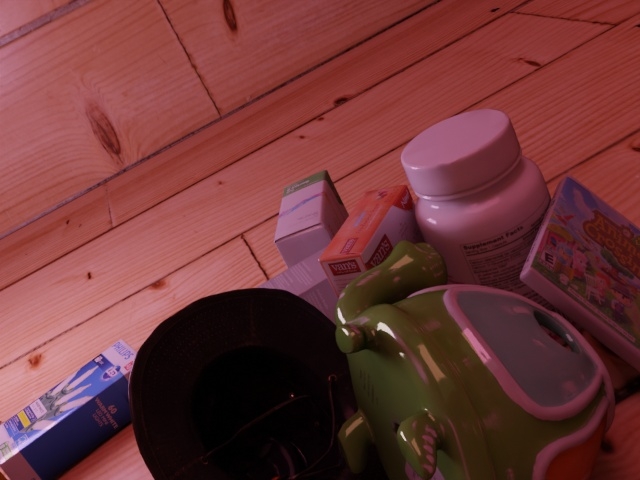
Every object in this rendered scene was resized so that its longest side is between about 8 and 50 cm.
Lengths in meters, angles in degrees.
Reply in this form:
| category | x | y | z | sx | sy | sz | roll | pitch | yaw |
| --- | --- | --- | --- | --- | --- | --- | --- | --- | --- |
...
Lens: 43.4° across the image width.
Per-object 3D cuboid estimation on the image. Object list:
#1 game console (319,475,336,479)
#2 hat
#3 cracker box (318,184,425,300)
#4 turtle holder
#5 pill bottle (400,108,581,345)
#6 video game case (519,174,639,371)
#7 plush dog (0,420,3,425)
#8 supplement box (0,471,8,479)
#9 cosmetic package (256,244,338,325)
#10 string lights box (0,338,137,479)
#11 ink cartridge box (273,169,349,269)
| category | x | y | z | sx | sy | sz | roll | pitch | yaw |
| --- | --- | --- | --- | --- | --- | --- | --- | --- | --- |
| game console | 0.026 | 0.317 | 0.782 | 0.124 | 0.085 | 0.144 | -1 | 36 | 45 |
| hat | -0.069 | 0.223 | 0.936 | 0.331 | 0.331 | 0.134 | -48 | -7 | -39 |
| cracker box | 0.099 | 0.068 | 1.022 | 0.067 | 0.232 | 0.155 | -9 | 30 | 35 |
| turtle holder | 0.138 | 0.154 | 0.811 | 0.227 | 0.243 | 0.320 | -17 | 20 | -16 |
| pill bottle | 0.213 | -0.007 | 0.992 | 0.160 | 0.283 | 0.160 | -22 | 24 | 11 |
| video game case | 0.332 | 0.043 | 0.892 | 0.023 | 0.212 | 0.193 | -52 | 1 | 45 |
| plush dog | -0.680 | 0.302 | 1.353 | 0.211 | 0.225 | 0.262 | -29 | 24 | -4 |
| supplement box | -0.579 | 0.372 | 1.156 | 0.129 | 0.191 | 0.194 | 0 | 37 | 46 |
| cosmetic package | 0.041 | 0.074 | 1.200 | 0.238 | 0.127 | 0.107 | -30 | 25 | -10 |
| string lights box | -0.389 | 0.278 | 1.289 | 0.260 | 0.076 | 0.133 | -37 | 25 | -21 |
| ink cartridge box | 0.000 | 0.000 | 1.350 | 0.093 | 0.154 | 0.212 | -22 | 25 | 11 |
